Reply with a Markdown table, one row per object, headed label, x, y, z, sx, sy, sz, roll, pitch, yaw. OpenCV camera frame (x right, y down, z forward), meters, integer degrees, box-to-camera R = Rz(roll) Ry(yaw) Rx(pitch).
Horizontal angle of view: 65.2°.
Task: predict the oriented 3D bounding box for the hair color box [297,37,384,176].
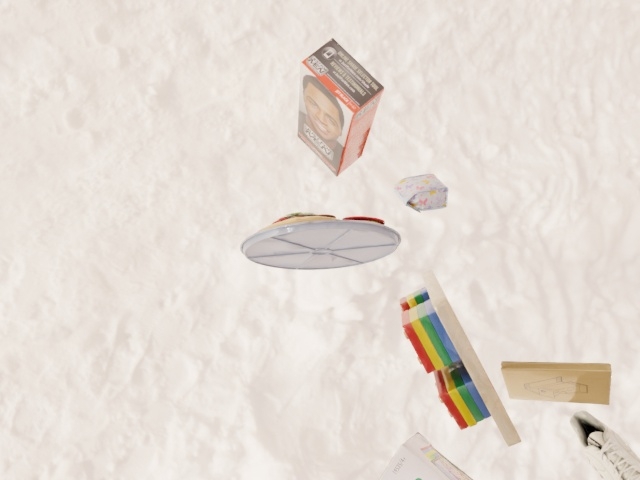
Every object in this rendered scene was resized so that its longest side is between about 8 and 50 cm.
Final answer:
| label | x | y | z | sx | sy | sz | roll | pitch | yaw |
| --- | --- | --- | --- | --- | --- | --- | --- | --- | --- |
| hair color box | 0.015 | -0.128 | 0.509 | 0.043 | 0.141 | 0.072 | -41 | 80 | -14 |

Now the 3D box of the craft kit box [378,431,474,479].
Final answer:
| label | x | y | z | sx | sy | sz | roll | pitch | yaw |
| --- | --- | --- | --- | --- | --- | --- | --- | --- | --- |
| craft kit box | 0.088 | 0.296 | 0.292 | 0.250 | 0.246 | 0.061 | -58 | 153 | 1 |

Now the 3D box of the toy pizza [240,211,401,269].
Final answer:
| label | x | y | z | sx | sy | sz | roll | pitch | yaw |
| --- | --- | --- | --- | --- | --- | --- | --- | --- | --- |
| toy pizza | 0.000 | 0.000 | 0.629 | 0.201 | 0.201 | 0.032 | 9 | 70 | -37 |

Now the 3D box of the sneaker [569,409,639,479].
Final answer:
| label | x | y | z | sx | sy | sz | roll | pitch | yaw |
| --- | --- | --- | --- | --- | --- | --- | --- | --- | --- |
| sneaker | 0.610 | 0.464 | 1.023 | 0.110 | 0.292 | 0.118 | -38 | 106 | 5 |

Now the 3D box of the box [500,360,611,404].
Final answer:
| label | x | y | z | sx | sy | sz | roll | pitch | yaw |
| --- | --- | --- | --- | --- | --- | --- | --- | --- | --- |
| box | 0.492 | 0.299 | 1.046 | 0.164 | 0.201 | 0.021 | 59 | 35 | -43 |

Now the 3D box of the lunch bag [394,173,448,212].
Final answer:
| label | x | y | z | sx | sy | sz | roll | pitch | yaw |
| --- | --- | --- | --- | --- | --- | --- | --- | --- | --- |
| lunch bag | 0.184 | -0.086 | 0.928 | 0.083 | 0.071 | 0.053 | -8 | 121 | -11 |

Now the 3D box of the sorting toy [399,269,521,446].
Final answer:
| label | x | y | z | sx | sy | sz | roll | pitch | yaw |
| --- | --- | --- | --- | --- | --- | --- | --- | --- | --- |
| sorting toy | 0.229 | 0.204 | 0.894 | 0.089 | 0.257 | 0.256 | -28 | 92 | 10 |
